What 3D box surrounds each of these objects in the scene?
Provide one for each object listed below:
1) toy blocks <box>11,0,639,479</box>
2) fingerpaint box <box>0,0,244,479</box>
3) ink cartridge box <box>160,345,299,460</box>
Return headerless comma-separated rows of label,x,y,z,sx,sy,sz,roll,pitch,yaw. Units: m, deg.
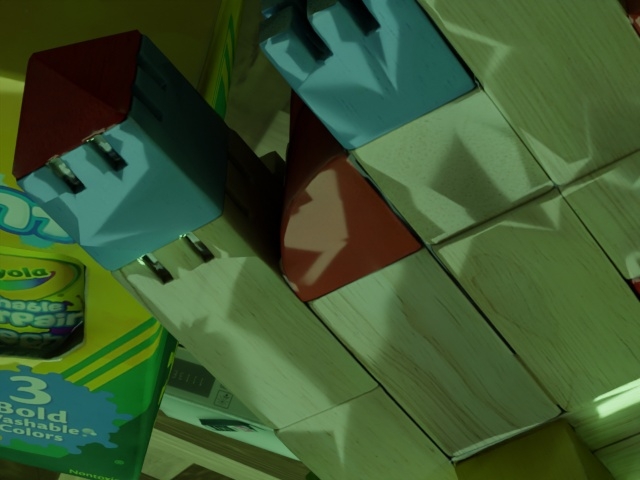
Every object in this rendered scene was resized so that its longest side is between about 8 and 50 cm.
toy blocks,0.083,-0.039,0.551,0.381,0.190,0.261,-25,127,22
fingerpaint box,-0.274,-0.062,0.783,0.445,0.163,0.371,14,148,-2
ink cartridge box,-0.035,0.202,1.737,0.275,0.060,0.239,16,161,16
